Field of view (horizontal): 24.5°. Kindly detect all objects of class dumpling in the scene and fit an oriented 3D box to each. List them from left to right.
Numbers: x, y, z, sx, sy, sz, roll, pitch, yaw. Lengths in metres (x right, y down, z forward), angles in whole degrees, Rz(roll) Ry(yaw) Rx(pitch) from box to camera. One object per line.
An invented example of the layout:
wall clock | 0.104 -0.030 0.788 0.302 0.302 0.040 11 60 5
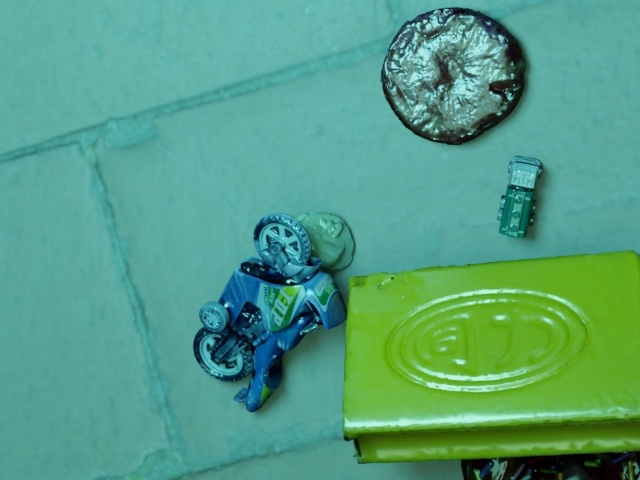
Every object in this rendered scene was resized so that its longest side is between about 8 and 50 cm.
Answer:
dumpling | 0.000 0.001 1.616 0.076 0.052 0.057 36 120 6

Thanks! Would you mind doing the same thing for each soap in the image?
soap | 0.182 0.120 1.529 0.324 0.096 0.204 -6 60 14

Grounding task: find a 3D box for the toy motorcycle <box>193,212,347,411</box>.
toy motorcycle | -0.052 0.086 1.616 0.135 0.092 0.254 36 127 6

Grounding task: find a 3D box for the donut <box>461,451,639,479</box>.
donut | 0.260 0.242 1.589 0.230 0.096 0.216 -31 94 17

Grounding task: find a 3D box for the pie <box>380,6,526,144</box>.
pie | 0.139 -0.173 1.558 0.154 0.036 0.154 2 102 12

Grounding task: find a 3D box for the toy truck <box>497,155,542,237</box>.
toy truck | 0.212 -0.046 1.566 0.039 0.044 0.083 11 104 7
